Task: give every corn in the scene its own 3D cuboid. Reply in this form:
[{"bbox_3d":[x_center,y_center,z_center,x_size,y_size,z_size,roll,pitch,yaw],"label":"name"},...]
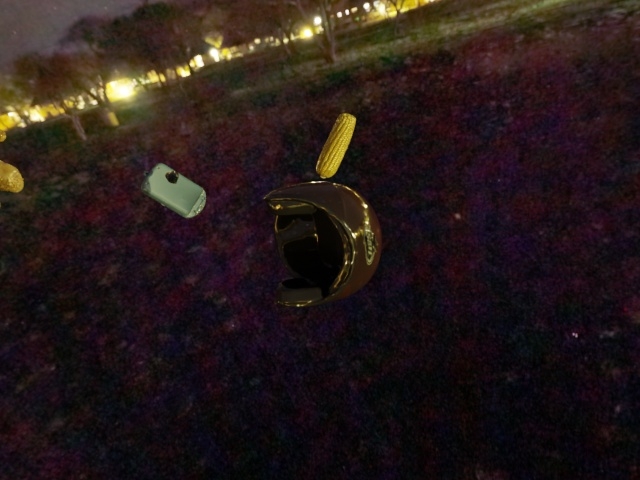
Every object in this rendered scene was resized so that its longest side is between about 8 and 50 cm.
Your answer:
[{"bbox_3d":[0.043,-0.271,1.232,0.067,0.206,0.067,18,32,-11],"label":"corn"}]

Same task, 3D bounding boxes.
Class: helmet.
[{"bbox_3d":[0.000,0.000,0.679,0.193,0.189,0.216,-13,15,-30],"label":"helmet"}]

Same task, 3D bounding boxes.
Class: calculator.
[{"bbox_3d":[-0.469,-0.160,1.363,0.039,0.210,0.121,-31,32,54],"label":"calculator"}]

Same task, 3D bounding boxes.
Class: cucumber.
[{"bbox_3d":[-0.405,-0.175,1.163,0.036,0.033,0.184,-46,22,-9],"label":"cucumber"}]

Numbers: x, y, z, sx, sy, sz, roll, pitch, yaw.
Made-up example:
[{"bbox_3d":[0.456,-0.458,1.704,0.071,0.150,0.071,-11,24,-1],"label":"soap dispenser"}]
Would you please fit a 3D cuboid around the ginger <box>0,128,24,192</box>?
[{"bbox_3d":[-1.008,-0.227,1.232,0.236,0.376,0.166,13,6,4],"label":"ginger"}]
